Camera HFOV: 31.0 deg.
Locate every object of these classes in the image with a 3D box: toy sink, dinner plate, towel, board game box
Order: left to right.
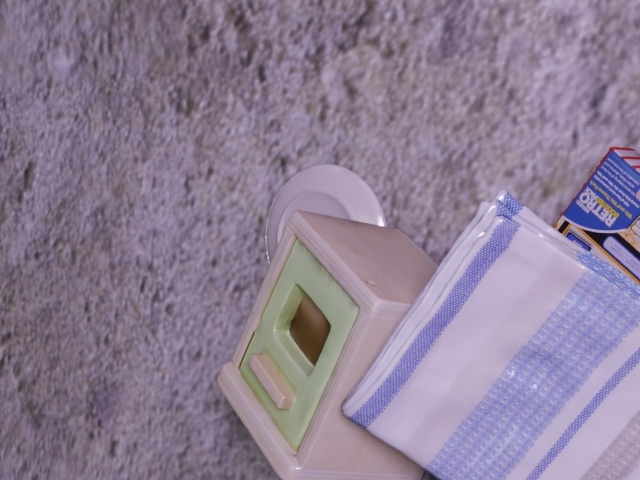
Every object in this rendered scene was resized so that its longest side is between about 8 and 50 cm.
[{"bbox_3d":[0.000,0.000,1.058,0.141,0.017,0.141,3,94,39],"label":"dinner plate"},{"bbox_3d":[0.011,0.117,0.954,0.153,0.131,0.234,48,121,50],"label":"toy sink"},{"bbox_3d":[0.179,0.122,0.821,0.285,0.034,0.209,34,109,-2],"label":"towel"},{"bbox_3d":[0.222,0.050,0.870,0.147,0.045,0.193,47,118,26],"label":"board game box"}]
